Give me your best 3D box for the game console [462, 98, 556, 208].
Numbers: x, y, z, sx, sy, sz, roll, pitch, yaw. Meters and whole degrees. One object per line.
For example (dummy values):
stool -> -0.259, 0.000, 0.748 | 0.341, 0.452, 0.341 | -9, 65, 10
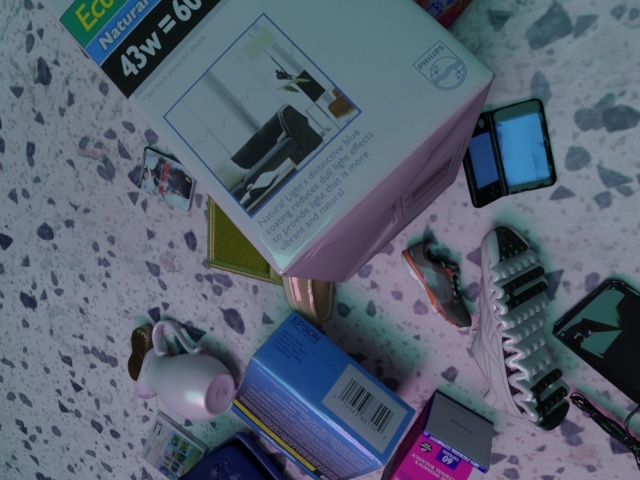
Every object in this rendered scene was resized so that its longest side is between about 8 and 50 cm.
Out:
game console -> 0.250, -0.116, 0.656 | 0.071, 0.107, 0.122 | -2, 108, 54

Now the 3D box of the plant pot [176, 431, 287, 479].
plant pot -> -0.194, 0.548, 0.983 | 0.236, 0.212, 0.236 | 48, 118, 4

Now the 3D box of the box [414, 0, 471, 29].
box -> 0.106, -0.323, 0.541 | 0.123, 0.257, 0.128 | 47, 117, 7

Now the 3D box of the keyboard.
keyboard -> 0.471, 0.219, 0.691 | 0.317, 0.033, 0.202 | 41, 113, 8

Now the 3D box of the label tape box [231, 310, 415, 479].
label tape box -> -0.020, 0.302, 0.867 | 0.249, 0.115, 0.348 | 38, 147, 8

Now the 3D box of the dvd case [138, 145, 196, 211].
dvd case -> -0.289, -0.116, 0.920 | 0.119, 0.013, 0.087 | 26, 115, 15

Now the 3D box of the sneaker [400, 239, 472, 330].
sneaker -> 0.191, 0.067, 0.747 | 0.065, 0.061, 0.158 | -38, 90, 22

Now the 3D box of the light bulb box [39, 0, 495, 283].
light bulb box -> -0.039, -0.155, 0.555 | 0.225, 0.358, 0.361 | -43, 79, 3

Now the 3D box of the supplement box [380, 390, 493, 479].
supplement box -> 0.186, 0.388, 0.824 | 0.111, 0.114, 0.220 | 28, 117, 12

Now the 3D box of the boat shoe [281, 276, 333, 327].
boat shoe -> 0.000, 0.000, 0.783 | 0.098, 0.109, 0.303 | 2, 102, 24

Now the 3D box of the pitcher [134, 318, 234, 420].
pitcher -> -0.276, 0.260, 0.988 | 0.207, 0.125, 0.178 | 6, 94, 33

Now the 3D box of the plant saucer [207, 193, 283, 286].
plant saucer -> -0.132, -0.012, 0.868 | 0.188, 0.045, 0.189 | 13, 111, 19

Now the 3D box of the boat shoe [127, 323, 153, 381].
boat shoe -> -0.386, 0.245, 1.062 | 0.050, 0.045, 0.136 | 18, 109, 9

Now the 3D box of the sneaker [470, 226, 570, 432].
sneaker -> 0.267, 0.127, 0.711 | 0.118, 0.110, 0.292 | -7, 95, 60

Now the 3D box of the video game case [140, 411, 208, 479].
video game case -> -0.346, 0.498, 1.144 | 0.143, 0.019, 0.157 | 32, 116, 11
